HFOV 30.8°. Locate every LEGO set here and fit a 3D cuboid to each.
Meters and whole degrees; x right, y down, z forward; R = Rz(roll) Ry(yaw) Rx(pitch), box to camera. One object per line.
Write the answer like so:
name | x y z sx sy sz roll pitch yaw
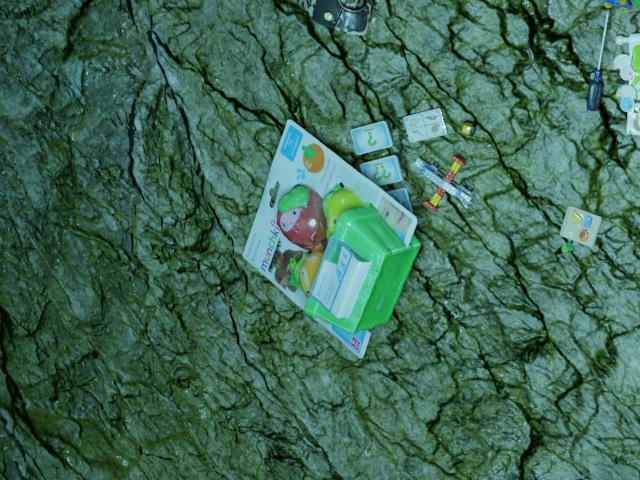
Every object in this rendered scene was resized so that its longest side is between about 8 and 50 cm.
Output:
LEGO set | 0.176 -0.137 2.098 0.244 0.060 0.183 -11 100 30

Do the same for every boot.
boot | 0.095 -0.485 1.964 0.377 0.138 0.284 42 124 42

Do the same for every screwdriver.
screwdriver | 0.457 -0.295 1.912 0.025 0.024 0.170 -1 111 -1

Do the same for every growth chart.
growth chart | 0.566 -0.227 1.879 0.172 0.021 0.237 -8 98 31

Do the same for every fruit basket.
fruit basket | 0.000 0.000 2.165 0.353 0.165 0.327 37 123 25

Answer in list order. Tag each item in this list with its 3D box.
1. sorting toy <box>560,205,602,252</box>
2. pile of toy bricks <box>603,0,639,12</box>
sorting toy | 0.445 -0.011 2.002 0.062 0.012 0.083 21 111 23
pile of toy bricks | 0.537 -0.407 1.813 0.212 0.118 0.105 25 81 31
